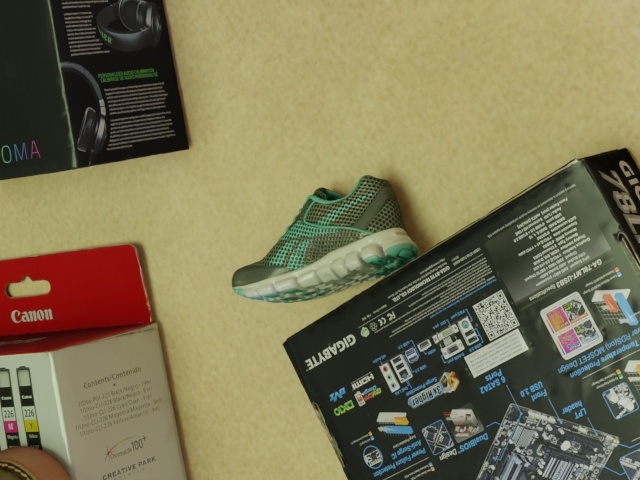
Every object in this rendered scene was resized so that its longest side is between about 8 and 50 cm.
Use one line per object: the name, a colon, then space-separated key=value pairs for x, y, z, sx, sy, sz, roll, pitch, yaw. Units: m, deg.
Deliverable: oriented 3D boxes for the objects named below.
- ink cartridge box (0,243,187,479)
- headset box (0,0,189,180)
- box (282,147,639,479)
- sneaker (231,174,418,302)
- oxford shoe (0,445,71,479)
ink cartridge box: x=-0.279 y=0.155 z=1.341 sx=0.309 sy=0.130 sz=0.271 roll=-8 pitch=94 yaw=38
headset box: x=-0.258 y=-0.191 z=1.250 sx=0.246 sy=0.131 sz=0.283 roll=-5 pitch=96 yaw=37
box: x=0.148 y=0.134 z=1.050 sx=0.295 sy=0.073 sz=0.293 roll=-34 pitch=80 yaw=36
sneaker: x=0.000 y=0.000 z=1.151 sx=0.166 sy=0.065 sz=0.076 roll=-19 pitch=72 yaw=35
oxford shoe: x=-0.368 y=0.287 z=1.234 sx=0.397 sy=0.146 sz=0.140 roll=-39 pitch=78 yaw=28
